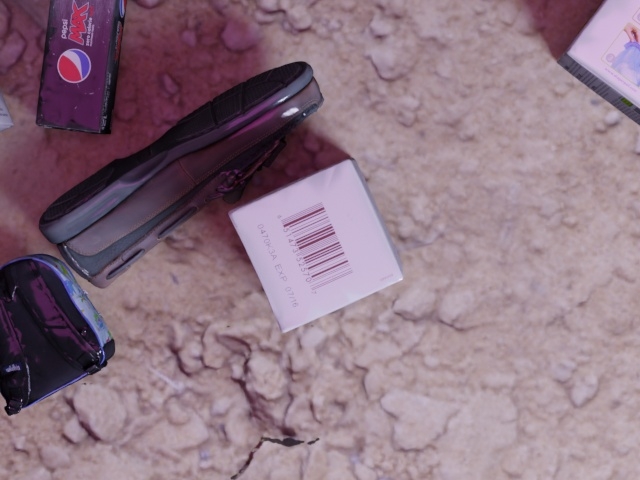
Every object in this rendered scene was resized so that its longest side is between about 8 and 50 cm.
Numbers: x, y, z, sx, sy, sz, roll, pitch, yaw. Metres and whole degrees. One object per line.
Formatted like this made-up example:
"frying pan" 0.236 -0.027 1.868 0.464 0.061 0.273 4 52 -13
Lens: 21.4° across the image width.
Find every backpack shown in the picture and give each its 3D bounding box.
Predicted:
"backpack" -0.239 0.070 1.425 0.105 0.084 0.114 -28 96 6

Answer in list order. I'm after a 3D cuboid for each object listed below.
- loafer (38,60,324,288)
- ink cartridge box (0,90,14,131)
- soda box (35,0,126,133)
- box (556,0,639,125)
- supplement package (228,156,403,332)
"loafer" -0.106 -0.054 1.421 0.267 0.096 0.084 -29 110 11
"ink cartridge box" -0.369 -0.164 1.421 0.148 0.086 0.203 -22 92 4
"soda box" -0.198 -0.176 1.427 0.060 0.053 0.169 8 92 4
"box" 0.296 -0.199 1.368 0.103 0.114 0.203 37 94 2
"supplement package" 0.000 0.000 1.361 0.105 0.179 0.105 -25 91 4
